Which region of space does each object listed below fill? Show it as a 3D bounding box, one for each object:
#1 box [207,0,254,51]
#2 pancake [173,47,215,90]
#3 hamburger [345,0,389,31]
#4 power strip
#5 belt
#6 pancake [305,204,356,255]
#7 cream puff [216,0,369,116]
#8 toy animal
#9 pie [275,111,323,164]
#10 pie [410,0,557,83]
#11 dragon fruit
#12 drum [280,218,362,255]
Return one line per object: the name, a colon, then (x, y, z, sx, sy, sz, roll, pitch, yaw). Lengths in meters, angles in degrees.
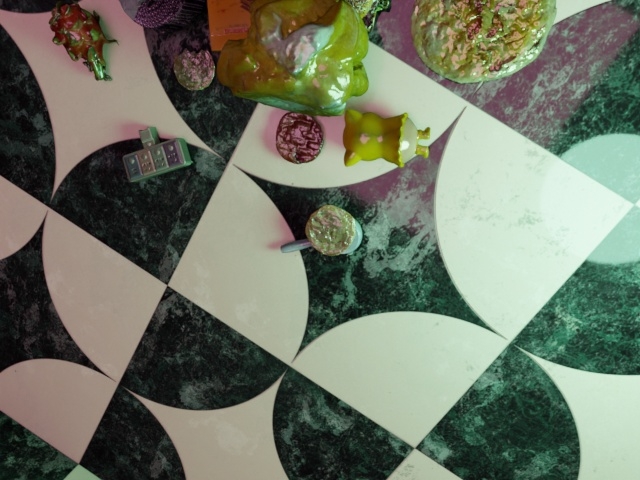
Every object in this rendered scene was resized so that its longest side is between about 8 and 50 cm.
box: (-0.211, -0.650, 1.265, 0.175, 0.076, 0.273, 3, 107, 15)
pancake: (-0.368, -0.496, 1.379, 0.130, 0.022, 0.116, 8, 111, 11)
hamburger: (0.077, -0.615, 1.193, 0.190, 0.093, 0.163, 4, 107, 11)
power strip: (-0.512, -0.276, 1.471, 0.216, 0.061, 0.145, -13, 96, 17)
belt: (-0.445, -0.718, 1.254, 0.260, 0.122, 0.324, -32, 91, 35)
pancake: (0.032, -0.029, 1.368, 0.152, 0.025, 0.151, 4, 107, 12)
cream puff: (-0.041, -0.453, 1.139, 0.379, 0.378, 0.275, 11, 98, 11)
toy animal: (0.172, -0.266, 1.254, 0.230, 0.156, 0.155, 4, 108, 10)
pie: (-0.060, -0.292, 1.359, 0.154, 0.038, 0.153, 3, 105, 12)
pie: (0.387, -0.540, 1.145, 0.340, 0.077, 0.338, 4, 105, 15)
dragon fruit: (-0.678, -0.578, 1.385, 0.137, 0.135, 0.235, -23, 121, 20)
drum: (-0.001, -0.020, 1.420, 0.254, 0.049, 0.129, 1, 107, 13)
